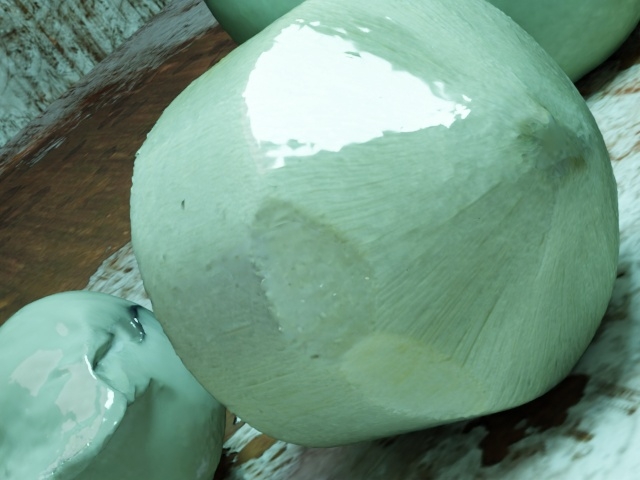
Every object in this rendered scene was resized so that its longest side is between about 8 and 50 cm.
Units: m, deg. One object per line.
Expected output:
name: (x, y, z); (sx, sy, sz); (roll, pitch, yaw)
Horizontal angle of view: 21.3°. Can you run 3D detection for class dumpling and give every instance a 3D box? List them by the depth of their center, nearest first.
dumpling: (-0.153, 0.146, 1.067); (0.175, 0.243, 0.227); (34, 90, 33)

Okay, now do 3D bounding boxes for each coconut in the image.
coconut: (0.037, -0.017, 0.891); (0.266, 0.237, 0.237); (-17, 27, 50)

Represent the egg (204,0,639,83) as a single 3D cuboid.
egg: (0.072, -0.219, 1.249); (0.352, 0.258, 0.258); (9, 31, 10)
